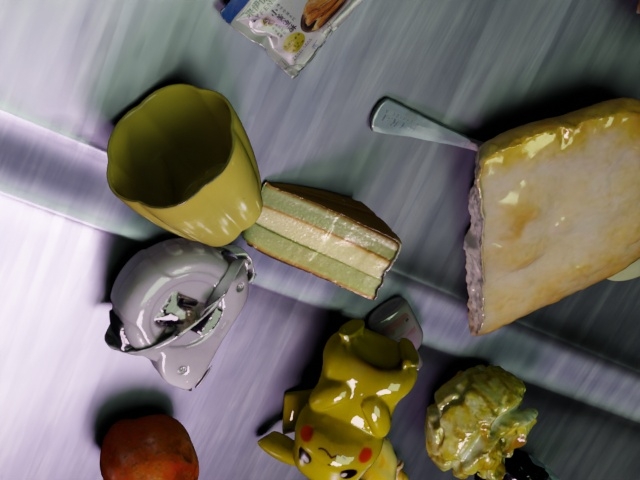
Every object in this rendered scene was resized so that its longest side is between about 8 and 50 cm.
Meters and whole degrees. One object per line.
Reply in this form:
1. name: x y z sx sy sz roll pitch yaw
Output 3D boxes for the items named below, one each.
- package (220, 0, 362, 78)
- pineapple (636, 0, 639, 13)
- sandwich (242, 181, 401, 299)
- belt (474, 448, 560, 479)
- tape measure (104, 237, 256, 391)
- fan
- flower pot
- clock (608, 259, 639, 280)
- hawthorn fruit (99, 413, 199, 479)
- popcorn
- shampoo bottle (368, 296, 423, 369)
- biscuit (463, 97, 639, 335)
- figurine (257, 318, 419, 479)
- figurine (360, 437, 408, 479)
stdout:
1. package: -0.032 -0.328 1.656 0.171 0.027 0.173 -48 136 7
2. pineapple: 0.667 -0.358 1.958 0.357 0.223 0.223 11 117 -55
3. sandwich: 0.000 0.000 1.837 0.187 0.144 0.117 9 115 -36
4. belt: 0.406 0.488 2.435 0.198 0.151 0.078 18 111 -41
5. tape measure: -0.215 0.094 1.794 0.197 0.120 0.236 24 103 -39
6. fan: 0.189 -0.165 1.916 0.282 0.023 0.057 15 109 -36
7. flower pot: -0.169 -0.087 1.651 0.195 0.195 0.179 -38 145 -1
8. clock: 0.600 -0.026 2.264 0.235 0.029 0.235 -16 131 -19
9. hawthorn fruit: -0.253 0.399 1.878 0.165 0.285 0.165 -12 134 -13
10. popcorn: 0.291 0.335 2.239 0.221 0.183 0.204 -47 148 -11
11. shampoo bottle: 0.141 0.170 2.117 0.080 0.040 0.165 -35 133 -6
12. biscuit: 0.426 -0.065 2.060 0.446 0.104 0.429 -24 134 -6
13. figurine: 0.033 0.290 2.036 0.218 0.169 0.327 25 98 4
14. figurine: 0.096 0.437 2.240 0.156 0.131 0.246 -49 147 6
